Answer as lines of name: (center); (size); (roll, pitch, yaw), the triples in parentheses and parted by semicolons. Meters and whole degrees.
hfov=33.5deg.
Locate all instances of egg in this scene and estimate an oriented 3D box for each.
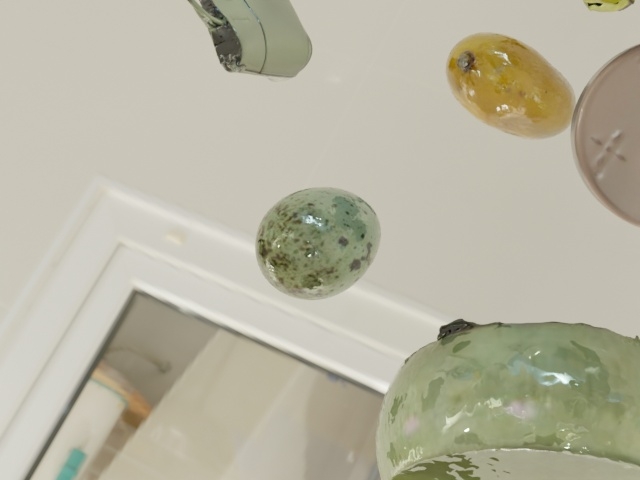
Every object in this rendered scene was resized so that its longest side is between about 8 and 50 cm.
egg: (0.000, 0.000, 0.811); (0.085, 0.110, 0.085); (22, 127, 33)

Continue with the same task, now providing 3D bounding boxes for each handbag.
handbag: (-0.148, -0.343, 1.594); (0.109, 0.315, 0.241); (-35, 78, 25)

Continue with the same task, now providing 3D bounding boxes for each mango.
mango: (0.275, -0.209, 1.479); (0.176, 0.119, 0.317); (33, -165, 30)

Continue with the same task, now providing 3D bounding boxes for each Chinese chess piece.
Chinese chess piece: (0.096, 0.087, 0.457); (0.144, 0.058, 0.144); (7, 149, 4)

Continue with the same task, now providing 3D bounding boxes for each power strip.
power strip: (0.271, -0.084, 0.822); (0.154, 0.154, 0.078); (24, -169, 8)

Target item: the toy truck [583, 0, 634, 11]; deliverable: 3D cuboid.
toy truck: (0.232, -0.260, 0.825); (0.161, 0.162, 0.385); (7, -166, -20)
